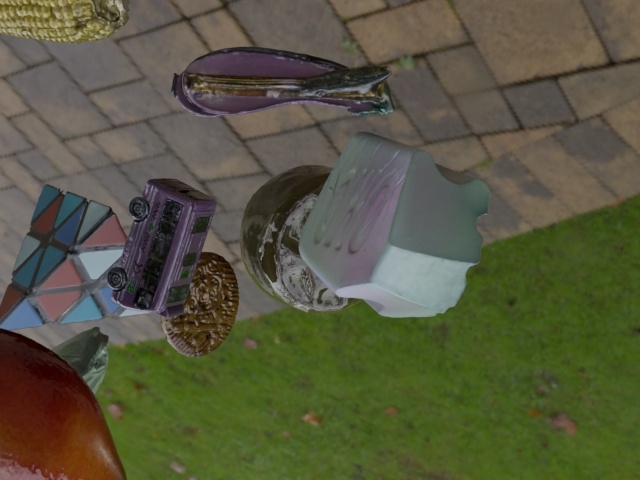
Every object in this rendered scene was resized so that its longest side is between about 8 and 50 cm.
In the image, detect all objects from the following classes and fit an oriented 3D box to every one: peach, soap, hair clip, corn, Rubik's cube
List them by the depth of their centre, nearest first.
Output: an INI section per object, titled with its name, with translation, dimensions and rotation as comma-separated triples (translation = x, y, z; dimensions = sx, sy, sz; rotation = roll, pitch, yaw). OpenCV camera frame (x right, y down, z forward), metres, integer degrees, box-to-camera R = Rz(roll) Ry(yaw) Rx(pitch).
[peach]
translation = -0.392, 0.207, 1.171
dimensions = 0.362, 0.201, 0.258
rotation = 15, 170, -19
[soap]
translation = 0.088, -0.017, 1.255
dimensions = 0.115, 0.208, 0.347
rotation = 26, -175, -17
[corn]
translation = -0.421, -0.360, 1.439
dimensions = 0.347, 0.130, 0.130
rotation = 9, 143, 26
[Rubik's cube]
translation = -0.376, 0.021, 1.476
dimensions = 0.284, 0.250, 0.234
rotation = 52, 140, 1
[hair clip]
translation = -0.055, -0.251, 1.543
dimensions = 0.359, 0.110, 0.095
rotation = -1, -172, -9

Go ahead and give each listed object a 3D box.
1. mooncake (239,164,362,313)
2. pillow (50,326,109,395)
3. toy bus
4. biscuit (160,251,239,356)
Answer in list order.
[mooncake]
translation = 0.000, 0.000, 1.830
dimensions = 0.284, 0.284, 0.155
rotation = 50, 166, -31
[pillow]
translation = -0.557, 0.339, 1.928
dimensions = 0.138, 0.310, 0.283
rotation = 40, 132, -13
[toy bus]
translation = -0.209, 0.013, 1.298
dimensions = 0.098, 0.087, 0.178
rotation = 24, 103, 19
[biscuit]
translation = -0.205, 0.112, 1.704
dimensions = 0.027, 0.188, 0.188
rotation = 7, 142, 37
